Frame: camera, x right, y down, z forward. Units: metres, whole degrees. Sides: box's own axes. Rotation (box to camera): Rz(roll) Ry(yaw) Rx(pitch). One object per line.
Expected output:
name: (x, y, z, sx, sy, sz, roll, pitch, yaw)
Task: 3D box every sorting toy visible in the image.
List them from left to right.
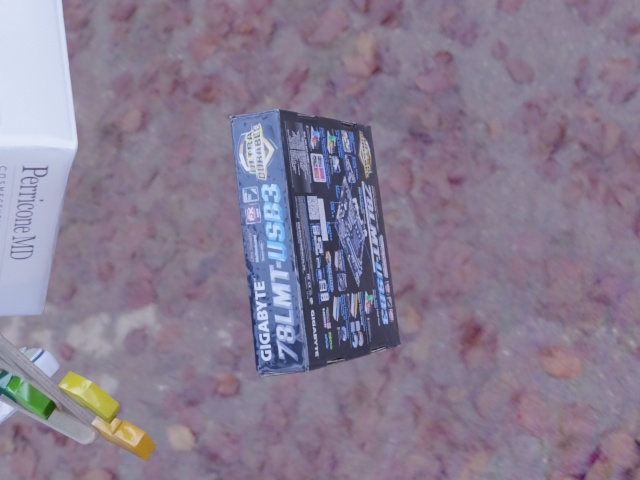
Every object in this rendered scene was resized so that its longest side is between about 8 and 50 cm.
sorting toy: (-0.316, 0.133, 1.284, 0.307, 0.229, 0.041, 18, 62, 35)

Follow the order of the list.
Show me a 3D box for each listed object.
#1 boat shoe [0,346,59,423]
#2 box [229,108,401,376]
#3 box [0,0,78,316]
boat shoe: (-0.437, 0.202, 1.484, 0.094, 0.302, 0.109, 54, 139, -4)
box: (0.000, 0.000, 1.516, 0.073, 0.293, 0.296, -7, 89, 22)
box: (-0.195, -0.075, 0.630, 0.119, 0.181, 0.182, -2, 63, -18)
